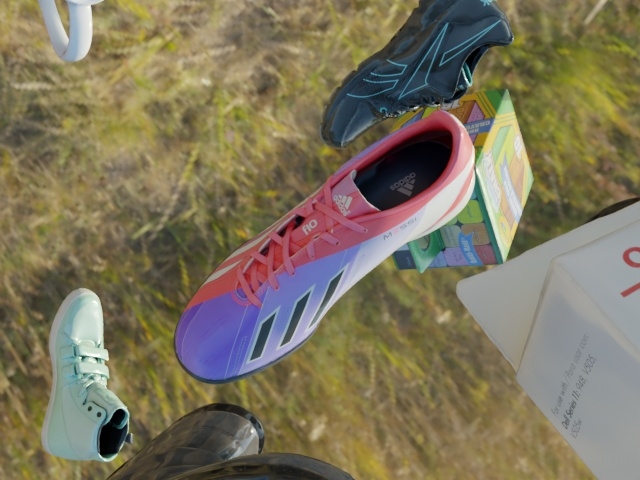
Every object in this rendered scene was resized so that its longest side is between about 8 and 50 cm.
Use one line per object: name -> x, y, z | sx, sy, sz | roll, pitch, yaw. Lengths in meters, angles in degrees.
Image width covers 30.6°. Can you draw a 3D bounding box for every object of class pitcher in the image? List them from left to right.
pitcher -> -0.265, -0.283, 1.132 | 0.125, 0.207, 0.178 | -4, 120, -36

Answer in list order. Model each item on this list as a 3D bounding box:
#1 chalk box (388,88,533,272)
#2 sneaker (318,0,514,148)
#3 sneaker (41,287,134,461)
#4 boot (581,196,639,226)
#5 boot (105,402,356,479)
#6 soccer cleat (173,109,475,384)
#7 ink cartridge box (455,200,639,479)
chalk box -> 0.193, -0.074, 1.764 | 0.180, 0.179, 0.289 | 68, 31, -32
sneaker -> 0.105, -0.186, 1.343 | 0.267, 0.106, 0.101 | -44, 174, 26
sneaker -> -0.328, 0.202, 1.737 | 0.094, 0.151, 0.256 | 9, 86, -51
boot -> 0.411, 0.093, 1.338 | 0.445, 0.146, 0.367 | 47, 65, -39
boot -> -0.083, 0.166, 0.726 | 0.338, 0.118, 0.223 | -31, -168, 31
soccer cleat -> 0.000, 0.000, 1.005 | 0.318, 0.109, 0.116 | -36, 161, -8
ink cartridge box -> 0.258, 0.079, 0.660 | 0.207, 0.353, 0.119 | -23, 144, -23
